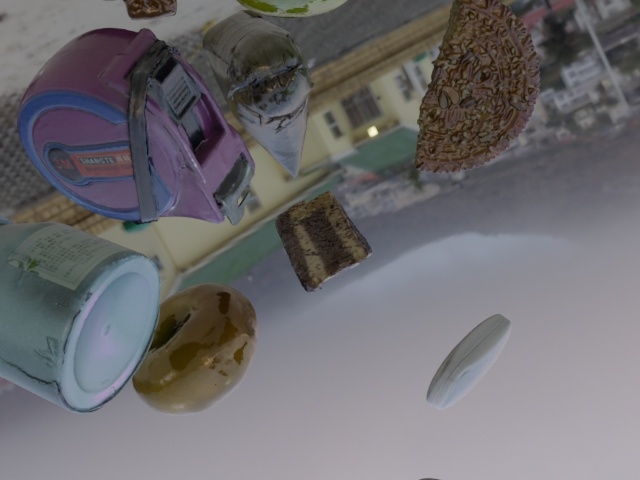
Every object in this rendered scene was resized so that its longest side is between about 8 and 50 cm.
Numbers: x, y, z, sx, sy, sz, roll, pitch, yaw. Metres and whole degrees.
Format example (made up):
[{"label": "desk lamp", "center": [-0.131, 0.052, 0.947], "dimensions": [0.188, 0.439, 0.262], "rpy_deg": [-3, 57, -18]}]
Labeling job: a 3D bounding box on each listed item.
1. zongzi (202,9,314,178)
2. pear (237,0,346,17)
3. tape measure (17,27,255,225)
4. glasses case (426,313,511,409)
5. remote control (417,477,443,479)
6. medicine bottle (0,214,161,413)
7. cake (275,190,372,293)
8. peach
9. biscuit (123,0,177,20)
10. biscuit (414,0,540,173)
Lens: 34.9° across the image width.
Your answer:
[{"label": "zongzi", "center": [-0.075, -0.226, 1.881], "dimensions": [0.160, 0.360, 0.323], "rpy_deg": [-23, -153, -5]}, {"label": "pear", "center": [-0.044, -0.309, 1.002], "dimensions": [0.166, 0.180, 0.216], "rpy_deg": [-44, -145, -9]}, {"label": "tape measure", "center": [-0.218, -0.123, 1.178], "dimensions": [0.231, 0.245, 0.149], "rpy_deg": [3, -134, 31]}, {"label": "glasses case", "center": [0.234, 0.187, 1.586], "dimensions": [0.233, 0.059, 0.092], "rpy_deg": [-30, 151, -53]}, {"label": "remote control", "center": [0.219, 0.306, 1.005], "dimensions": [0.038, 0.309, 0.090], "rpy_deg": [-93, -158, -70]}, {"label": "medicine bottle", "center": [-0.416, 0.089, 1.482], "dimensions": [0.290, 0.245, 0.245], "rpy_deg": [19, -152, 20]}, {"label": "cake", "center": [-0.003, -0.004, 1.499], "dimensions": [0.112, 0.135, 0.246], "rpy_deg": [-32, 178, 4]}, {"label": "peach", "center": [-0.215, 0.186, 1.729], "dimensions": [0.251, 0.153, 0.251], "rpy_deg": [-39, -155, 22]}, {"label": "biscuit", "center": [-0.223, -0.427, 1.264], "dimensions": [0.278, 0.301, 0.043], "rpy_deg": [-4, -159, -8]}, {"label": "biscuit", "center": [0.177, -0.165, 1.119], "dimensions": [0.126, 0.206, 0.025], "rpy_deg": [11, -160, -4]}]
